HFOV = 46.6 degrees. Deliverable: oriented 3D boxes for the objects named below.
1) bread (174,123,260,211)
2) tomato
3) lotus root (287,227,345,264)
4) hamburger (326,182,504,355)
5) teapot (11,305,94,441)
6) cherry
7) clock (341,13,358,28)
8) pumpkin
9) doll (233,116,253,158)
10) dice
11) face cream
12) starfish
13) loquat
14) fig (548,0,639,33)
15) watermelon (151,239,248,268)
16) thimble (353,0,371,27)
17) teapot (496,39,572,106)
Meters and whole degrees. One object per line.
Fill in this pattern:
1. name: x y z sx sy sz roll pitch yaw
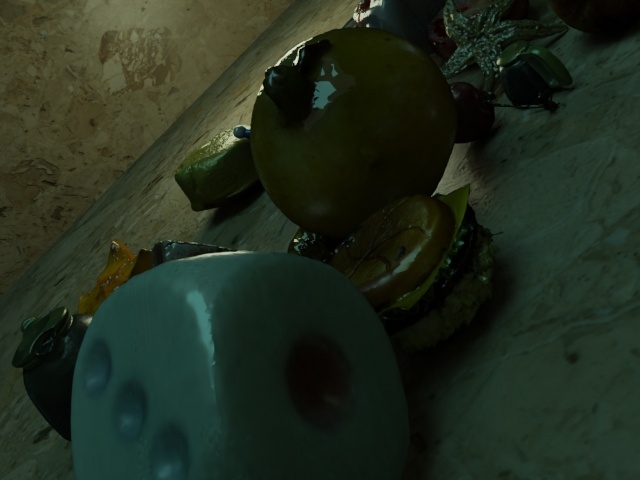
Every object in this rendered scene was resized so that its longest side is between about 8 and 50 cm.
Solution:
1. bread: -0.236 -0.185 1.889 0.269 0.148 0.270 -28 22 12
2. tomato: 0.320 -0.430 1.467 0.225 0.085 0.225 -32 27 18
3. lotus root: 0.000 0.000 1.278 0.108 0.094 0.191 -15 21 10
4. hamburger: 0.108 0.049 0.948 0.261 0.139 0.243 -9 39 53
5. teapot: -0.471 0.227 1.474 0.239 0.239 0.321 -39 23 8
6. cherry: 0.258 -0.215 1.186 0.225 0.107 0.090 -14 40 46
7. clock: 0.102 -0.566 2.016 0.325 0.067 0.325 -44 14 14
8. pumpkin: -0.556 0.132 1.952 0.258 0.095 0.290 3 55 54
9. doll: -0.093 -0.235 1.724 0.215 0.161 0.257 -7 25 -4
10. dice: -0.087 0.177 0.785 0.262 0.264 0.268 -27 63 38
11. face cream: 0.255 -0.546 1.590 0.420 0.235 0.137 -47 24 -1
12. starfish: 0.292 -0.359 1.331 0.277 0.062 0.236 -22 61 22
13. loquat: 0.036 -0.171 1.119 0.328 0.359 0.329 -10 71 31
14. fig: 0.431 -0.403 1.194 0.143 0.160 0.231 -51 1 4
15. watermelon: -0.239 0.095 1.365 0.262 0.201 0.213 -55 16 -14
16. thimble: 0.202 -0.544 1.761 0.239 0.162 0.239 -39 23 20
17. teapot: 0.336 -0.277 1.179 0.124 0.091 0.092 -18 36 47
